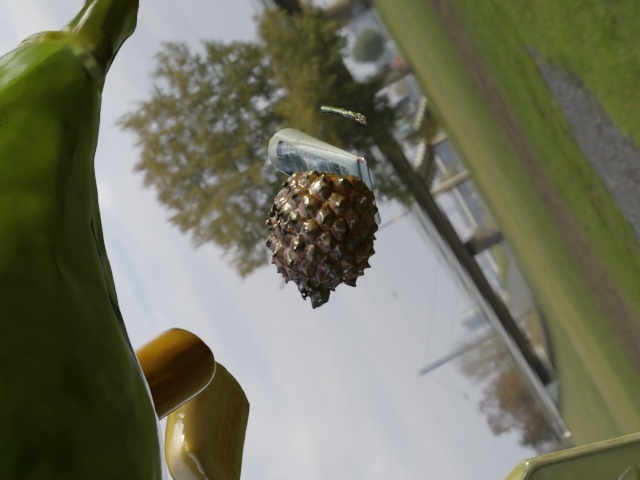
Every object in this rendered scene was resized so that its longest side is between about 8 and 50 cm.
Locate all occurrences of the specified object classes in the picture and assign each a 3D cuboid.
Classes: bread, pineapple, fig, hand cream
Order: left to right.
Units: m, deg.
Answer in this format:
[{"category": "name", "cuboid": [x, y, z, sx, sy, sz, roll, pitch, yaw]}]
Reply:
[{"category": "fig", "cuboid": [-0.132, 0.078, 0.387, 0.233, 0.233, 0.314, 57, -142, -21]}, {"category": "bread", "cuboid": [-0.218, 0.182, 1.343, 0.093, 0.074, 0.239, 50, -142, 4]}, {"category": "bread", "cuboid": [-0.175, 0.286, 1.673, 0.147, 0.098, 0.217, 55, -154, -29]}, {"category": "pineapple", "cuboid": [0.000, 0.000, 1.556, 0.166, 0.166, 0.193, 28, -116, -75]}, {"category": "hand cream", "cuboid": [0.003, -0.130, 1.946, 0.340, 0.077, 0.124, 30, 140, 53]}]

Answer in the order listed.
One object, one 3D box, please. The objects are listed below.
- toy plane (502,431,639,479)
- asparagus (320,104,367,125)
[{"category": "toy plane", "cuboid": [0.179, 0.098, 0.349, 0.229, 0.244, 0.092, 30, -175, 1]}, {"category": "asparagus", "cuboid": [0.038, -0.194, 1.717, 0.114, 0.014, 0.015, 23, 131, 52]}]
